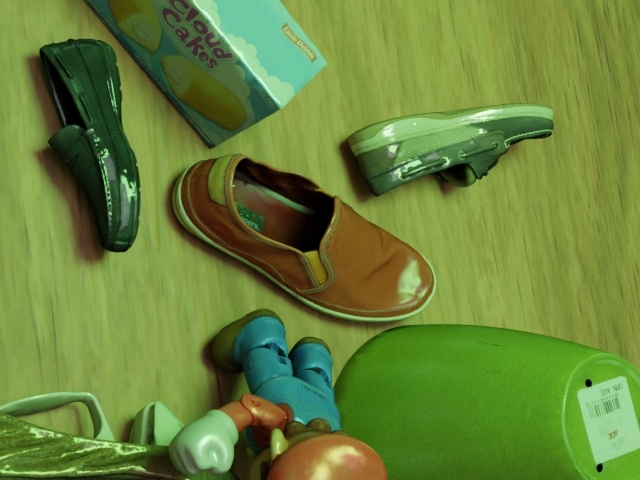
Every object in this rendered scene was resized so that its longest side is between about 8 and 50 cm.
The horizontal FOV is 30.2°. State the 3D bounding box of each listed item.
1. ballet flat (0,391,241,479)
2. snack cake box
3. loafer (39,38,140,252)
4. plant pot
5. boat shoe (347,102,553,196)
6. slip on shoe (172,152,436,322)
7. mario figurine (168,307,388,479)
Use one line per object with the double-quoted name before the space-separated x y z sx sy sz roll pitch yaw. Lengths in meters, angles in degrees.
"ballet flat" -0.202 0.205 1.113 0.342 0.116 0.124 13 53 -26
"snack cake box" -0.136 -0.238 1.225 0.264 0.152 0.089 50 57 -13
"loafer" -0.231 -0.094 1.177 0.078 0.076 0.223 -6 77 -29
"plant pot" 0.199 0.203 1.251 0.275 0.293 0.274 9 74 -31
"boat shoe" 0.165 -0.109 1.430 0.285 0.103 0.092 -11 89 -31
"slip on shoe" 0.000 0.000 1.289 0.331 0.101 0.123 27 63 -27
"mario figurine" -0.045 0.205 1.124 0.198 0.320 0.170 -1 116 -8
